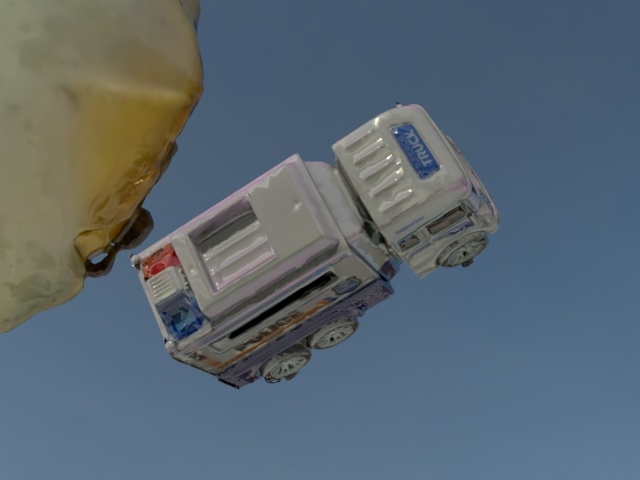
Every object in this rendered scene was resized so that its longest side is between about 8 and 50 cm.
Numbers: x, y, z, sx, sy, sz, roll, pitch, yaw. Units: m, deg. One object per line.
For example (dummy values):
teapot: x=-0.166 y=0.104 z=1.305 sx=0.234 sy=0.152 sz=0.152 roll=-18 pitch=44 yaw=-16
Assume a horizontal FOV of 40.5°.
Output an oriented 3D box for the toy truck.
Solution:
toy truck: x=0.000 y=0.000 z=0.697 sx=0.268 sy=0.124 sz=0.155 roll=-33 pitch=-26 yaw=8

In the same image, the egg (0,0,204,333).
egg: x=-0.197 y=-0.094 z=0.383 sx=0.264 sy=0.286 sz=0.174 roll=-17 pitch=-31 yaw=11
